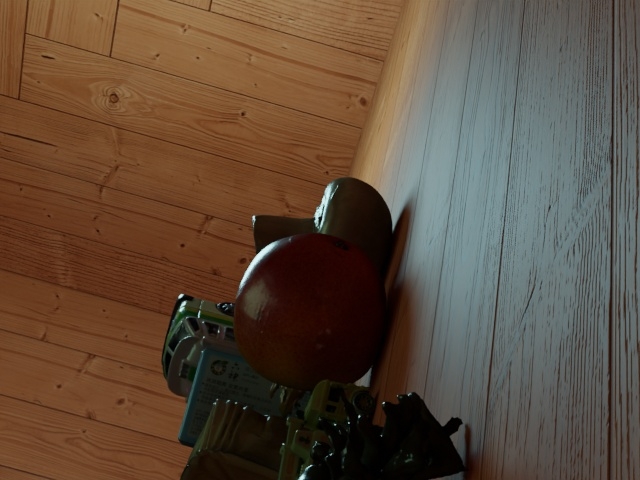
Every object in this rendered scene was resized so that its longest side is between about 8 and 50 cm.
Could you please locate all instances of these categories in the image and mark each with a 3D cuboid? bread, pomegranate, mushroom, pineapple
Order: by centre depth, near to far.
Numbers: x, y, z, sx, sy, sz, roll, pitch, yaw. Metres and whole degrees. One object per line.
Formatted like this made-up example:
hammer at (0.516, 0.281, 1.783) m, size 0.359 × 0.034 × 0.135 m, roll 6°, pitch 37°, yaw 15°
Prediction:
pineapple at (0.009, 0.238, 1.090) m, size 0.169 × 0.169 × 0.340 m, roll -79°, pitch 9°, yaw -65°
pomegranate at (-0.016, 0.116, 1.878) m, size 0.221 × 0.221 × 0.256 m, roll -84°, pitch 2°, yaw -76°
bread at (-0.078, 0.322, 1.894) m, size 0.109 × 0.210 × 0.192 m, roll -70°, pitch -1°, yaw -45°
mushroom at (0.000, 0.000, 2.118) m, size 0.207 × 0.215 × 0.207 m, roll -172°, pitch 90°, yaw -85°

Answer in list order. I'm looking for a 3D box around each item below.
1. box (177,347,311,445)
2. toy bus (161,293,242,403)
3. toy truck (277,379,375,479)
box at (-0.080, 0.259, 2.044) m, size 0.083 × 0.232 × 0.142 m, roll 100°, pitch -176°, yaw -77°
toy bus at (-0.115, 0.212, 2.320) m, size 0.179 × 0.305 × 0.143 m, roll -87°, pitch 14°, yaw -69°
toy truck at (0.003, 0.254, 1.714) m, size 0.077 × 0.100 × 0.169 m, roll 112°, pitch 173°, yaw -57°
